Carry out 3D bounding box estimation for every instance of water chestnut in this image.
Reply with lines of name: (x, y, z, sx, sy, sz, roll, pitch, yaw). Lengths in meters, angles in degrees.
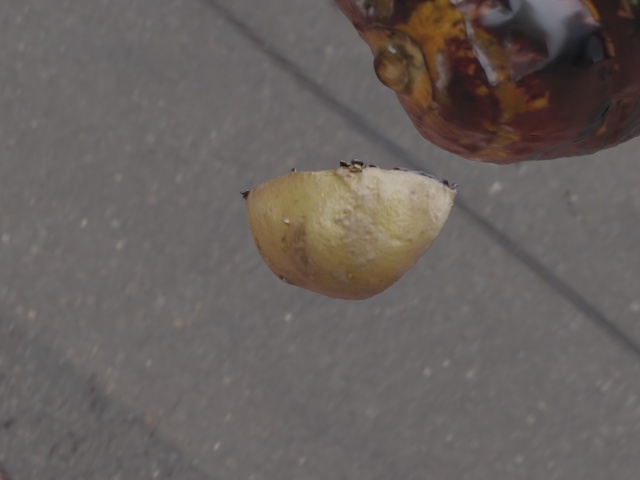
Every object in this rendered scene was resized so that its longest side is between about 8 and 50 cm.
water chestnut: (0.144, -0.194, 1.329, 0.289, 0.289, 0.244, 40, 20, 6)

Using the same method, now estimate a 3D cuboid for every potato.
potato: (0.000, 0.000, 0.643, 0.037, 0.093, 0.036, 20, 71, -33)
